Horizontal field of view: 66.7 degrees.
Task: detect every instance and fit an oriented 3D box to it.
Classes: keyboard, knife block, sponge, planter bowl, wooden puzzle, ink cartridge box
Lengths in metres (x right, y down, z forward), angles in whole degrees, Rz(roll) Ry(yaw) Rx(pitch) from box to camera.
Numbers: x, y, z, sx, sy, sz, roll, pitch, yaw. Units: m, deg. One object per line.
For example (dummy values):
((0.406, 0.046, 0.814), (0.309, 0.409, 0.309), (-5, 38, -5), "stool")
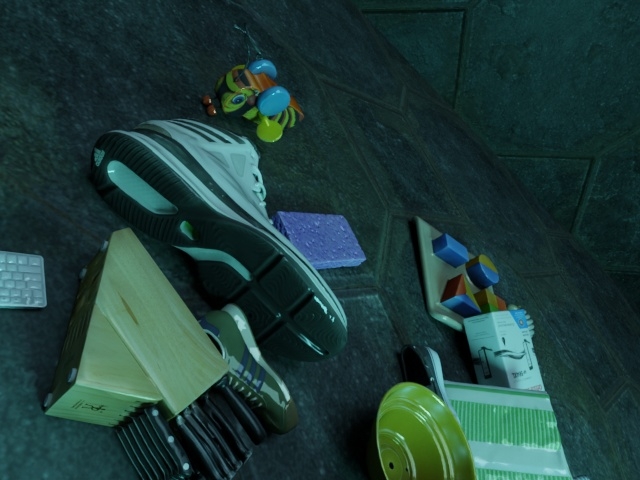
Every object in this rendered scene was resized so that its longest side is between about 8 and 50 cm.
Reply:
((-0.407, 0.029, 0.471), (0.256, 0.014, 0.072), (12, 49, -45), "keyboard")
((-0.171, 0.148, 0.574), (0.242, 0.088, 0.275), (27, 40, -34), "knife block")
((0.000, 0.000, 0.975), (0.210, 0.031, 0.117), (-1, 59, -50), "sponge")
((0.136, 0.339, 0.752), (0.217, 0.090, 0.217), (26, 44, -28), "planter bowl")
((0.390, 0.110, 1.295), (0.322, 0.080, 0.347), (29, 39, -30), "wooden puzzle")
((0.424, 0.269, 1.123), (0.148, 0.086, 0.203), (3, 70, -41), "ink cartridge box")

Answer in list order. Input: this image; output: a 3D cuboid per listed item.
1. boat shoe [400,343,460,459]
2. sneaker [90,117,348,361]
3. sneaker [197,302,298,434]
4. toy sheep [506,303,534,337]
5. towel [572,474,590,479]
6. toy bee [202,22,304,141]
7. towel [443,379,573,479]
((0.190, 0.286, 0.888), (0.076, 0.080, 0.228), (24, 40, -23), "boat shoe")
((-0.098, -0.034, 0.762), (0.447, 0.169, 0.257), (45, 35, -6), "sneaker")
((-0.112, 0.181, 0.643), (0.086, 0.064, 0.192), (-18, 72, -47), "sneaker")
((0.554, 0.241, 1.366), (0.091, 0.091, 0.132), (-3, 75, -52), "toy sheep")
((0.473, 0.576, 0.905), (0.284, 0.121, 0.235), (16, 46, -42), "towel")
((-0.156, -0.307, 1.007), (0.298, 0.162, 0.195), (52, 14, -49), "toy bee")
((0.331, 0.410, 0.872), (0.248, 0.038, 0.324), (7, 44, -2), "towel")
